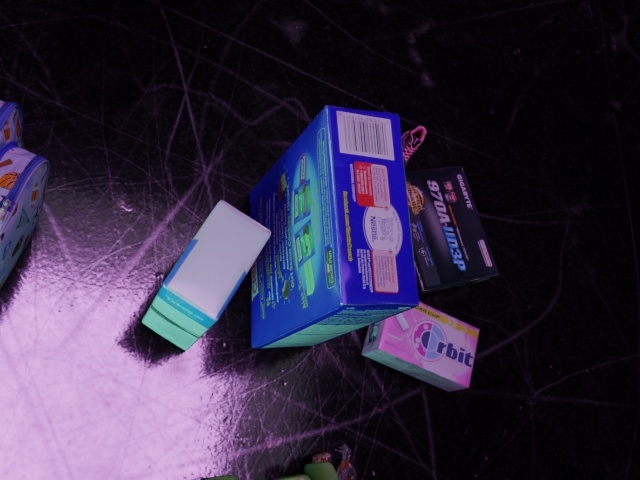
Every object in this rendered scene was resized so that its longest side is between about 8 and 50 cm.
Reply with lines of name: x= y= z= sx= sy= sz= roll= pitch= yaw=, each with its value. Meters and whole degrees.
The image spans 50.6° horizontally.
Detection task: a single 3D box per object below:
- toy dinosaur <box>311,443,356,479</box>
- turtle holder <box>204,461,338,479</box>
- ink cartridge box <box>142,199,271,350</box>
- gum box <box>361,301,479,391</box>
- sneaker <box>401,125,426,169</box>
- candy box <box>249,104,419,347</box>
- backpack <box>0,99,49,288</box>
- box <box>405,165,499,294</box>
toy dinosaur: x=0.094 y=0.452 z=0.983 sx=0.219 sy=0.164 sz=0.321 roll=-19 pitch=99 yaw=-15
turtle holder: x=-0.033 y=0.406 z=0.846 sx=0.321 sy=0.243 sz=0.227 roll=-4 pitch=74 yaw=-14
ink cartridge box: x=-0.164 y=0.055 z=0.943 sx=0.086 sy=0.203 sz=0.148 roll=33 pitch=61 yaw=-9
gum box: x=0.165 y=0.169 z=1.137 sx=0.189 sy=0.062 sz=0.107 roll=25 pitch=63 yaw=-16
sneaker: x=0.162 y=-0.170 z=1.261 sx=0.047 sy=0.057 sz=0.119 roll=38 pitch=62 yaw=-11
candy box: x=0.000 y=0.000 z=0.973 sx=0.122 sy=0.317 sz=0.268 roll=5 pitch=71 yaw=-25
backpack: x=-0.452 y=-0.060 z=0.826 sx=0.213 sy=0.276 sz=0.263 roll=19 pitch=58 yaw=-24
box: x=0.211 y=-0.020 z=1.233 sx=0.175 sy=0.051 sz=0.220 roll=-9 pitch=75 yaw=-27
